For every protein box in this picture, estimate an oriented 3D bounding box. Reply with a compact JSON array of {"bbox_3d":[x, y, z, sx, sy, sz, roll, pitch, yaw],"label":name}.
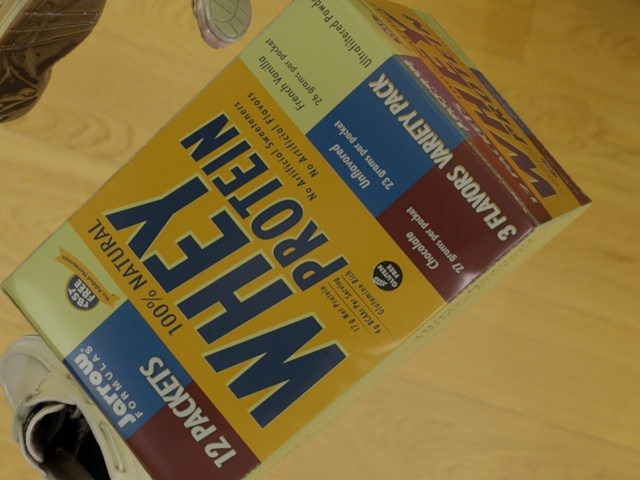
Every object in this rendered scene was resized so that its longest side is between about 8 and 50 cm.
[{"bbox_3d":[0.000,0.000,0.694,0.200,0.201,0.136,-42,82,15],"label":"protein box"}]

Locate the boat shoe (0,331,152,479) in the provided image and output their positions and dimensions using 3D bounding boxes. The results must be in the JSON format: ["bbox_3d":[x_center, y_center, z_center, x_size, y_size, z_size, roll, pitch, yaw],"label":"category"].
[{"bbox_3d":[-0.208,0.155,1.212,0.088,0.267,0.096,10,113,-45],"label":"boat shoe"}]

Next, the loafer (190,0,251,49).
[{"bbox_3d":[-0.079,-0.183,1.122,0.045,0.039,0.125,36,37,-30],"label":"loafer"}]

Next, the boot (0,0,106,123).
[{"bbox_3d":[-0.244,-0.206,1.129,0.077,0.213,0.165,-10,69,-36],"label":"boot"}]
